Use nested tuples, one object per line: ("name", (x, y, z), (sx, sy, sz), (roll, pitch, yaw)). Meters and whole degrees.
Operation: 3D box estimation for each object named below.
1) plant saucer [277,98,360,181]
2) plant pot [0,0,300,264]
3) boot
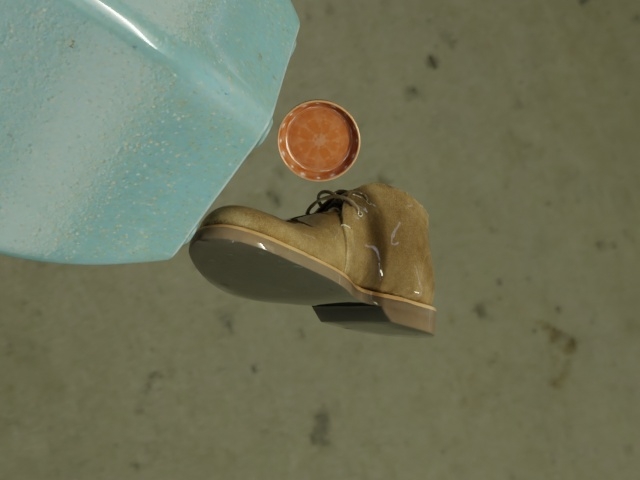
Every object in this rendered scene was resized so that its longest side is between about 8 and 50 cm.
("plant saucer", (-0.001, -0.101, 1.540), (0.083, 0.083, 0.013), (56, 13, -12))
("plant pot", (-0.161, -0.127, 1.040), (0.252, 0.247, 0.248), (31, 36, -13))
("boot", (0.000, 0.000, 1.242), (0.305, 0.112, 0.115), (21, 74, -56))
